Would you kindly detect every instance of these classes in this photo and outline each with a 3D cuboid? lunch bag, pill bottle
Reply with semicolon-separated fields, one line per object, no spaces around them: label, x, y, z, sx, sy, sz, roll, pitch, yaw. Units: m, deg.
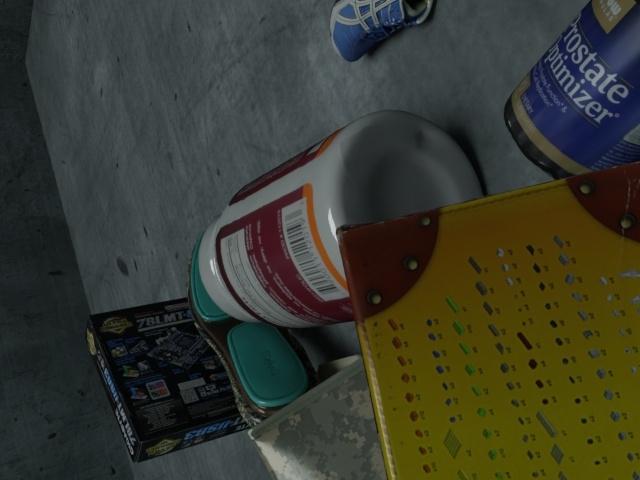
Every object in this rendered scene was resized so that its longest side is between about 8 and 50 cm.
lunch bag;0.102;0.239;0.724;0.235;0.287;0.169;58;-177;17
pill bottle;0.000;0.000;0.824;0.392;0.224;0.223;-19;82;56
pill bottle;0.258;-0.150;0.499;0.122;0.123;0.219;63;142;24

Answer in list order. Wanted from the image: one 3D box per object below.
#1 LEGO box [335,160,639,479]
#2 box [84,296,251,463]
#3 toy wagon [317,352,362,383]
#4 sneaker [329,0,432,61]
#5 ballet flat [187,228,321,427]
LEGO box;0.173;0.251;0.428;0.372;0.193;0.499;59;-161;-70
box;-0.252;0.237;1.188;0.293;0.296;0.073;51;134;35
toy wagon;0.082;0.340;0.926;0.267;0.068;0.344;-31;73;55
sneaker;0.079;-0.285;0.767;0.211;0.080;0.081;-46;57;52
ballet flat;-0.121;0.167;1.077;0.482;0.164;0.182;-122;21;-49
